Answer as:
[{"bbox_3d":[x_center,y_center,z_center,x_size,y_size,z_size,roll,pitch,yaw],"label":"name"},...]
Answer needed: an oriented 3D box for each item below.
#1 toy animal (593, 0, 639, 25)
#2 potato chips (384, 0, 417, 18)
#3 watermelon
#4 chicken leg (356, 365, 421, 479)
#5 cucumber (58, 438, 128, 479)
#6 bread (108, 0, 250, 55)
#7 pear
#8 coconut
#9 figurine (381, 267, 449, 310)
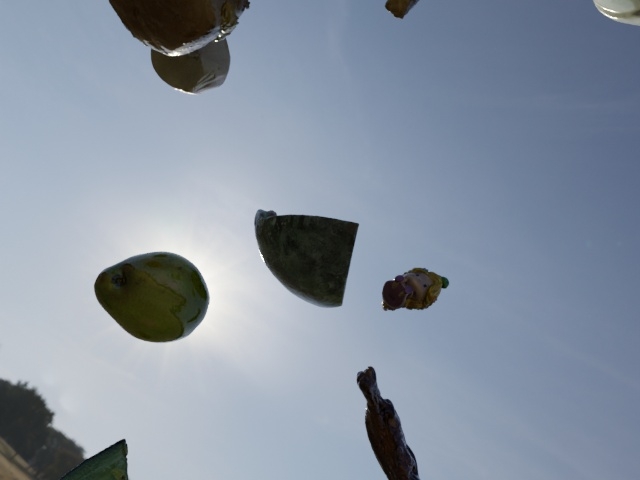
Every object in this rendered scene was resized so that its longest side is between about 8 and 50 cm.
[{"bbox_3d":[0.452,-0.337,0.563,0.249,0.174,0.289,57,0,-12],"label":"toy animal"},{"bbox_3d":[0.235,-0.558,1.029,0.057,0.407,0.080,27,-50,14],"label":"potato chips"},{"bbox_3d":[0.000,0.000,1.162,0.320,0.213,0.289,52,-46,1],"label":"watermelon"},{"bbox_3d":[0.158,0.467,1.162,0.158,0.095,0.407,-118,-174,-73],"label":"chicken leg"},{"bbox_3d":[-0.490,0.531,1.016,0.085,0.193,0.115,-43,-104,29],"label":"cucumber"},{"bbox_3d":[-0.246,-0.445,0.874,0.246,0.196,0.176,-2,-49,35],"label":"bread"},{"bbox_3d":[-0.331,0.107,0.943,0.187,0.188,0.219,0,-29,43],"label":"pear"},{"bbox_3d":[-0.365,-0.526,1.352,0.241,0.241,0.241,25,-41,24],"label":"coconut"},{"bbox_3d":[0.205,0.115,1.053,0.095,0.156,0.115,61,-39,19],"label":"figurine"}]
